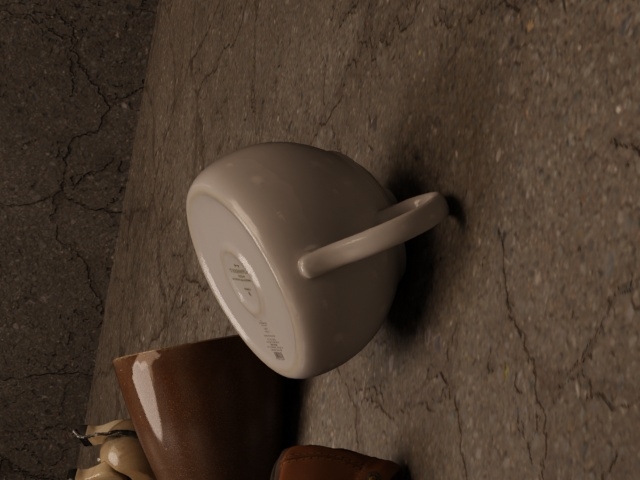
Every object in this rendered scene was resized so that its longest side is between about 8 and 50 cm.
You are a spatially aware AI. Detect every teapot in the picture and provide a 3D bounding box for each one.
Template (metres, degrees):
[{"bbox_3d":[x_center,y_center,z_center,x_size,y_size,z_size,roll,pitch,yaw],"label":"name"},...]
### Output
[{"bbox_3d":[0.000,0.000,1.328,0.256,0.187,0.253,48,155,34],"label":"teapot"}]

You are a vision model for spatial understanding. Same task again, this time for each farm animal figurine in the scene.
[{"bbox_3d":[-0.208,0.321,1.872,0.327,0.172,0.330,42,-138,-58],"label":"farm animal figurine"}]

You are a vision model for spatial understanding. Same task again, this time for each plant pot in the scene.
[{"bbox_3d":[-0.132,0.242,1.660,0.215,0.215,0.231,154,107,-70],"label":"plant pot"}]

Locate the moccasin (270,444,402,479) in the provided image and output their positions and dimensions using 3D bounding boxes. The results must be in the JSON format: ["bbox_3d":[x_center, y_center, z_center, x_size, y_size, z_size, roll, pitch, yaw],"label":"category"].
[{"bbox_3d":[-0.002,0.374,1.206,0.139,0.147,0.380,69,-148,-53],"label":"moccasin"}]
